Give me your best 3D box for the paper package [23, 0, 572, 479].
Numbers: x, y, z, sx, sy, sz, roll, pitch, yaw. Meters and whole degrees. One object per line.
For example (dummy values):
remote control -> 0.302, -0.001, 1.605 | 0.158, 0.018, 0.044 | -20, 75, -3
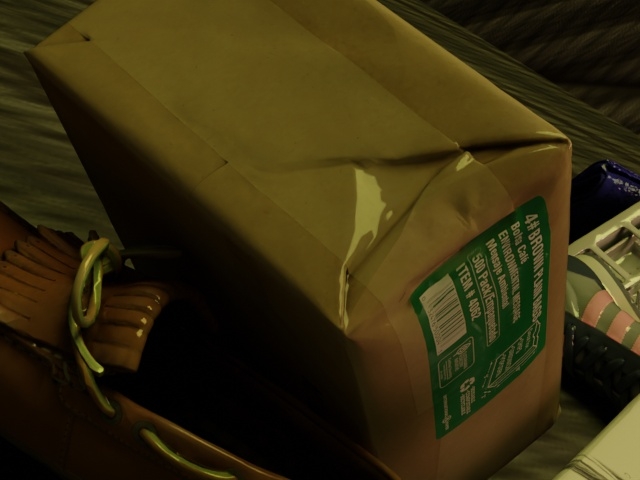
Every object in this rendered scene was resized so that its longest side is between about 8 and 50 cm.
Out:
paper package -> 0.000, 0.000, 0.812 | 0.309, 0.168, 0.324 | 40, -19, 29

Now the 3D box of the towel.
towel -> 0.463, -0.001, 1.677 | 0.308, 0.076, 0.227 | 28, -15, -6

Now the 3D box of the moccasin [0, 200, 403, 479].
moccasin -> -0.108, 0.068, 0.703 | 0.380, 0.147, 0.139 | 40, 25, 15

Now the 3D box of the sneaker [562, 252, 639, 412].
sneaker -> 0.280, 0.121, 1.258 | 0.131, 0.112, 0.319 | -1, 28, -24

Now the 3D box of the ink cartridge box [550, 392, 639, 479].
ink cartridge box -> 0.117, 0.194, 0.597 | 0.115, 0.198, 0.273 | 43, 31, 17

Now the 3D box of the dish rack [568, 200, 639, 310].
dish rack -> 0.451, 0.082, 1.429 | 0.286, 0.072, 0.333 | -30, 47, -18
